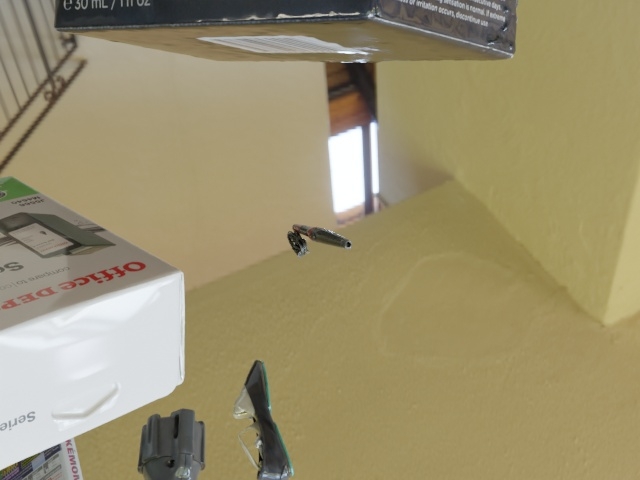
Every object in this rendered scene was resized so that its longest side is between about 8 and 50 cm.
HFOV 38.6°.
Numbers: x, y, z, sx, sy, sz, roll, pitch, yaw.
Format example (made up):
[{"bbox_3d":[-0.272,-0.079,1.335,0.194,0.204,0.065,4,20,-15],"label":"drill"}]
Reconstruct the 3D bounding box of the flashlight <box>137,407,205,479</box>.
[{"bbox_3d":[-0.181,0.358,1.058,0.103,0.103,0.304,-11,-126,9],"label":"flashlight"}]

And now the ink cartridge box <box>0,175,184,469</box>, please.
[{"bbox_3d":[-0.272,0.053,0.764,0.273,0.115,0.198,24,-150,37],"label":"ink cartridge box"}]

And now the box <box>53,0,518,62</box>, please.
[{"bbox_3d":[-0.034,-0.453,1.020,0.480,0.472,0.297,8,-174,38],"label":"box"}]

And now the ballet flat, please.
[{"bbox_3d":[-0.099,0.284,1.434,0.074,0.074,0.203,-14,-117,-8],"label":"ballet flat"}]

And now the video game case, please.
[{"bbox_3d":[-0.328,0.256,0.996,0.023,0.201,0.183,9,-128,-47],"label":"video game case"}]

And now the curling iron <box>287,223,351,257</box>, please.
[{"bbox_3d":[0.000,0.000,1.800,0.035,0.068,0.274,-25,-169,-23],"label":"curling iron"}]
